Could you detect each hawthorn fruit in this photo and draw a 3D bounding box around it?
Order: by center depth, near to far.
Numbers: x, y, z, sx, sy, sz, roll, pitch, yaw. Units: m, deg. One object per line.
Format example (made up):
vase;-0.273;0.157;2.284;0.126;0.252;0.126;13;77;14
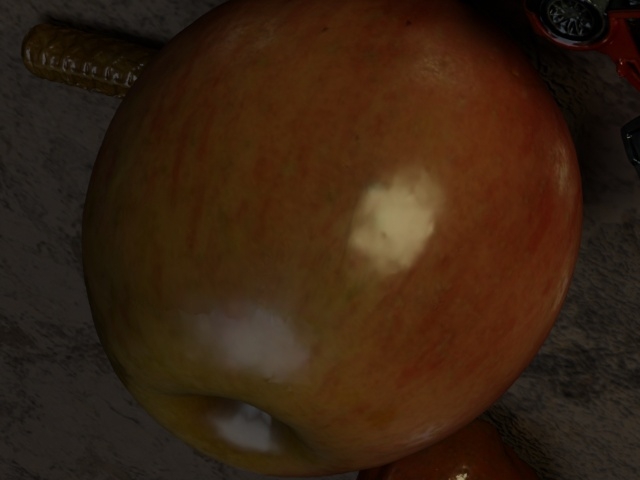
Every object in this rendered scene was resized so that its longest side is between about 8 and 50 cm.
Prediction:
hawthorn fruit;0.110;0.250;1.760;0.189;0.189;0.189;22;144;17

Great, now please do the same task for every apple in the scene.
apple;0.000;0.000;1.407;0.364;0.364;0.364;22;144;17

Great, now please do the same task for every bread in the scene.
bread;-0.183;-0.147;1.623;0.157;0.044;0.052;15;145;25

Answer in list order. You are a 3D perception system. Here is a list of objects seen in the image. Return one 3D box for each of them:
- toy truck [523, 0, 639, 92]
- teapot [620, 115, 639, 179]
toy truck;0.260;-0.151;1.204;0.253;0.107;0.114;2;139;36
teapot;0.287;-0.062;1.314;0.177;0.096;0.087;-32;72;54
